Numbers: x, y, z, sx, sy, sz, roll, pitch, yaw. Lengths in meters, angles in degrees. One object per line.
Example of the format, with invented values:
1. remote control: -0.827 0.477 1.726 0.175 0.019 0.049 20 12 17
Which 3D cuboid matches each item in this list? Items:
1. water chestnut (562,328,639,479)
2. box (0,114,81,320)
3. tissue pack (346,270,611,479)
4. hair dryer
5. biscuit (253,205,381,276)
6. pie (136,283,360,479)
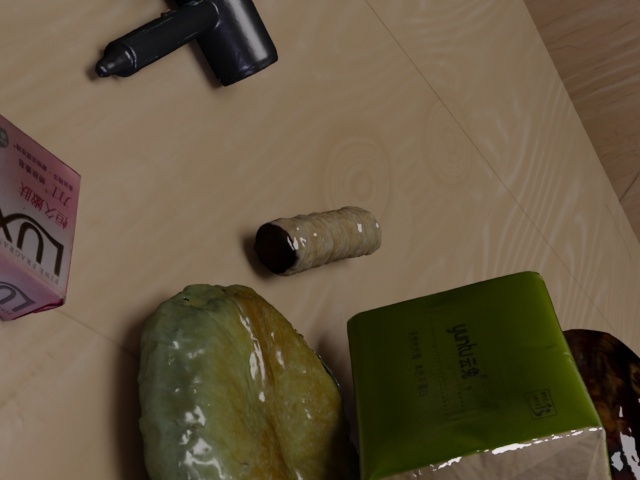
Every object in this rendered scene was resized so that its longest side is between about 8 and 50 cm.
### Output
1. water chestnut: 0.342 0.266 1.378 0.350 0.302 0.350 46 28 -35
2. box: -0.230 -0.029 0.789 0.156 0.060 0.111 40 39 -43
3. tissue pack: 0.138 0.170 1.081 0.275 0.200 0.167 -93 168 -64
4. hair dryer: -0.131 -0.179 1.111 0.128 0.070 0.255 61 33 -14
5. biscuit: 0.000 0.000 1.210 0.061 0.055 0.219 54 24 9
6. pie: -0.050 0.171 0.963 0.306 0.071 0.306 49 30 -41
